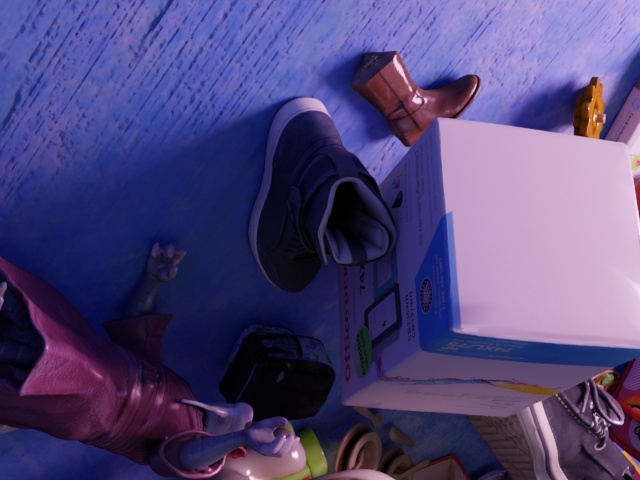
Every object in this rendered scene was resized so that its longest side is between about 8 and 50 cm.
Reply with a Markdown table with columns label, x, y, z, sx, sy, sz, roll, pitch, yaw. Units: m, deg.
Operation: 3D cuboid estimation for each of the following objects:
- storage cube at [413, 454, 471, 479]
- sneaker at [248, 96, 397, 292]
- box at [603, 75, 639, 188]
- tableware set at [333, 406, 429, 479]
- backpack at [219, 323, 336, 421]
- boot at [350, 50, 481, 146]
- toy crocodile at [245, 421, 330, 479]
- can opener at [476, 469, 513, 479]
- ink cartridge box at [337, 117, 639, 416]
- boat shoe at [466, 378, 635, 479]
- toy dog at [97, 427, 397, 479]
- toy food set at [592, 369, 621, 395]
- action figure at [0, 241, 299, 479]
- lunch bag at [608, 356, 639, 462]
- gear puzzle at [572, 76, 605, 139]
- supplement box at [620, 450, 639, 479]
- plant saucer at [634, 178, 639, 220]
| label | x | y | z | sx | sy | sz | roll | pitch | yaw |
| --- | --- | --- | --- | --- | --- | --- | --- | --- | --- |
| storage cube | 0.151 | 0.461 | 1.415 | 0.214 | 0.184 | 0.193 | -17 | 134 | -16 |
| sneaker | -0.002 | 0.000 | 0.950 | 0.086 | 0.163 | 0.226 | -14 | 134 | -21 |
| box | 0.409 | -0.134 | 1.155 | 0.145 | 0.038 | 0.186 | 3 | 126 | -31 |
| tableware set | 0.079 | 0.299 | 1.283 | 0.194 | 0.039 | 0.128 | 43 | 66 | -50 |
| backpack | -0.046 | 0.147 | 1.104 | 0.114 | 0.084 | 0.105 | 10 | 122 | -29 |
| boot | 0.093 | -0.156 | 0.962 | 0.106 | 0.037 | 0.114 | -41 | 131 | 4 |
| toy crocodile | -0.038 | 0.345 | 1.264 | 0.115 | 0.105 | 0.341 | -20 | 134 | -14 |
| can opener | 0.271 | 0.473 | 1.554 | 0.075 | 0.095 | 0.284 | -13 | 127 | -19 |
| ink cartridge box | 0.150 | 0.041 | 0.946 | 0.197 | 0.198 | 0.270 | 6 | 156 | -17 |
| boat shoe | 0.298 | 0.225 | 1.297 | 0.156 | 0.187 | 0.500 | -42 | 131 | -8 |
| toy dog | -0.065 | 0.361 | 0.995 | 0.407 | 0.395 | 0.285 | -26 | 102 | 24 |
| toy food set | 0.417 | 0.228 | 1.481 | 0.083 | 0.020 | 0.082 | -47 | 134 | 14 |
| action figure | -0.200 | 0.155 | 0.909 | 0.275 | 0.248 | 0.370 | -43 | 132 | 11 |
| lunch bag | 0.551 | 0.264 | 1.378 | 0.120 | 0.293 | 0.258 | 16 | 102 | -39 |
| gear puzzle | 0.271 | -0.010 | 1.082 | 0.175 | 0.044 | 0.339 | -10 | 107 | -64 |
| supplement box | 0.430 | 0.414 | 1.604 | 0.188 | 0.081 | 0.104 | 1 | 127 | -30 |
| plant saucer | 0.432 | 0.035 | 1.276 | 0.259 | 0.048 | 0.258 | 8 | 132 | -34 |
